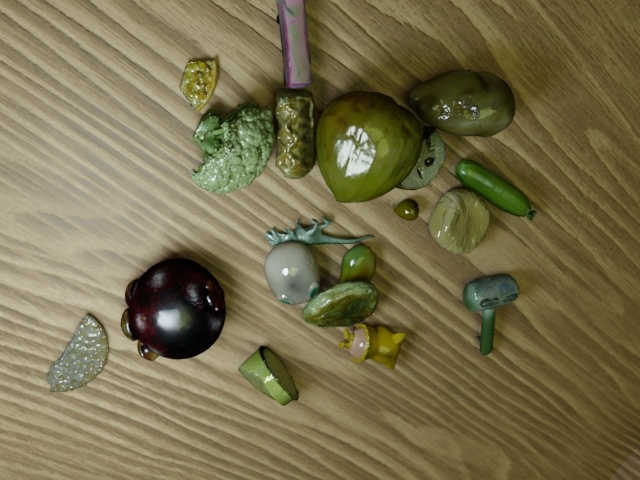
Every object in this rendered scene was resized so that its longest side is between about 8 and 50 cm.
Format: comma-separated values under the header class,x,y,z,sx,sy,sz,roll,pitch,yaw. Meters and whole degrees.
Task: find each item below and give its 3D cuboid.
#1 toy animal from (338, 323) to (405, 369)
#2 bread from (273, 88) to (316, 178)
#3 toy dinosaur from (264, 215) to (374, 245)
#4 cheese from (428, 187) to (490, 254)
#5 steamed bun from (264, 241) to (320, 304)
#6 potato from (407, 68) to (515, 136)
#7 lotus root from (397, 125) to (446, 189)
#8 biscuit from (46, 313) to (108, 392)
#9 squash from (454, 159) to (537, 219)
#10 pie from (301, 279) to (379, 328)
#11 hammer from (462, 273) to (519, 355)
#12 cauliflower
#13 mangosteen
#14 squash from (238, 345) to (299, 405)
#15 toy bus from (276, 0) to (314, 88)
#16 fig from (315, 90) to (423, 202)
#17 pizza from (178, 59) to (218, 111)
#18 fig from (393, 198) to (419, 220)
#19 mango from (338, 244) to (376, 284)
class,x,y,z,sx,sy,sz,roll,pitch,yaw
toy animal,0.181,0.370,2.126,0.230,0.156,0.155,11,104,-17
bread,-0.076,-0.319,1.816,0.152,0.130,0.267,-23,120,-46
toy dinosaur,0.012,-0.033,1.964,0.384,0.076,0.129,2,138,-11
cheese,0.495,-0.065,2.094,0.214,0.117,0.225,20,96,-28
steamed bun,-0.086,0.120,1.943,0.177,0.130,0.228,-16,125,-2
potato,0.447,-0.435,1.906,0.352,0.202,0.218,1,71,-12
lotus root,0.320,-0.258,1.970,0.138,0.119,0.234,38,92,-24
biscuit,-0.750,0.373,1.891,0.141,0.038,0.289,31,98,-24
squash,0.619,-0.177,2.102,0.379,0.101,0.101,28,98,-19
pie,0.073,0.226,2.018,0.277,0.078,0.277,-16,148,-11
hammer,0.635,0.290,2.264,0.207,0.119,0.335,-10,117,-14
cauliflower,-0.264,-0.290,1.736,0.250,0.275,0.272,36,133,11
mangosteen,-0.456,0.213,1.808,0.347,0.306,0.306,-18,115,20
squash,-0.175,0.472,2.006,0.133,0.220,0.220,-38,114,-5
toy bus,-0.074,-0.589,1.747,0.090,0.112,0.273,-8,110,-6
fig,0.137,-0.277,1.810,0.344,0.343,0.342,-5,109,-16
pizza,-0.355,-0.458,1.739,0.099,0.036,0.159,19,101,-22
fig,0.293,-0.104,2.042,0.088,0.074,0.073,3,109,9
mango,0.127,0.102,2.054,0.122,0.085,0.190,-3,121,-26
